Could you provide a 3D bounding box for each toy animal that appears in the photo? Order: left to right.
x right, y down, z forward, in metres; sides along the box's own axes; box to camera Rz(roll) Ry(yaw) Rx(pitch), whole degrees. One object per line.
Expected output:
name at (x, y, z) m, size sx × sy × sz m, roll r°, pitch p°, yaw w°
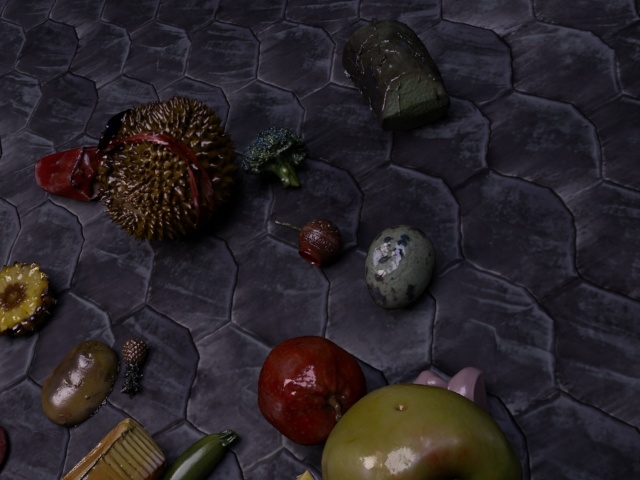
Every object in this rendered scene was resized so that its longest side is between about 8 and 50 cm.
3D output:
toy animal at (0.195, 0.288, 1.383) m, size 0.212 × 0.124 × 0.124 m, roll -7°, pitch 55°, yaw 25°

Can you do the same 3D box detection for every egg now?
egg at (0.157, 0.055, 1.533) m, size 0.141 × 0.141 × 0.182 m, roll 14°, pitch 72°, yaw 28°

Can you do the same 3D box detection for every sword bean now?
sword bean at (-0.073, -0.035, 1.765) m, size 0.083 × 0.012 × 0.012 m, roll 17°, pitch 65°, yaw 31°

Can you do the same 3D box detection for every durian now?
durian at (-0.366, -0.175, 1.790) m, size 0.347 × 0.347 × 0.385 m, roll 4°, pitch 68°, yaw 23°

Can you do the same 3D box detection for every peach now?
peach at (0.149, 0.378, 1.194) m, size 0.315 × 0.314 × 0.282 m, roll -17°, pitch 46°, yaw 56°

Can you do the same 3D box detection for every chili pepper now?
chili pepper at (-0.694, -0.177, 2.056) m, size 0.252 × 0.136 × 0.144 m, roll -1°, pitch 102°, yaw 33°

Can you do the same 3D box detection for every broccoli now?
broccoli at (-0.103, -0.193, 1.815) m, size 0.154 × 0.167 × 0.160 m, roll -23°, pitch 89°, yaw 19°

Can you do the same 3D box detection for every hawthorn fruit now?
hawthorn fruit at (-0.005, 0.279, 1.383) m, size 0.205 × 0.205 × 0.253 m, roll -50°, pitch 24°, yaw -15°

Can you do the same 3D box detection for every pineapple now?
pineapple at (-0.741, 0.152, 1.858) m, size 0.224 × 0.076 × 0.225 m, roll -9°, pitch 58°, yaw 15°
pineapple at (-0.416, 0.280, 1.658) m, size 0.058 × 0.058 × 0.124 m, roll -7°, pitch 56°, yaw 17°

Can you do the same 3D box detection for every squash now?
squash at (-0.265, 0.457, 1.473) m, size 0.066 × 0.066 × 0.252 m, roll 32°, pitch 72°, yaw 35°

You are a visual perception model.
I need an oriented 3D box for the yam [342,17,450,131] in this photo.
yam at (0.177, -0.387, 1.800) m, size 0.202 × 0.201 × 0.271 m, roll -25°, pitch 59°, yaw 5°

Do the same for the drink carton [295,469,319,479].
drink carton at (-0.032, 0.475, 1.366) m, size 0.200 × 0.074 × 0.084 m, roll -39°, pitch 53°, yaw -5°

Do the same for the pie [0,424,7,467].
pie at (-0.759, 0.475, 1.673) m, size 0.154 × 0.036 × 0.154 m, roll -10°, pitch 56°, yaw 16°

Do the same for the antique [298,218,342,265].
antique at (0.000, 0.000, 1.656) m, size 0.104 × 0.104 × 0.104 m, roll -10°, pitch 55°, yaw 15°

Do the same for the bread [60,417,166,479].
bread at (-0.413, 0.471, 1.449) m, size 0.133 × 0.179 × 0.250 m, roll 46°, pitch 68°, yaw -5°

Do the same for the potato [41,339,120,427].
potato at (-0.541, 0.309, 1.674) m, size 0.164 × 0.081 × 0.200 m, roll 22°, pitch 70°, yaw 30°
